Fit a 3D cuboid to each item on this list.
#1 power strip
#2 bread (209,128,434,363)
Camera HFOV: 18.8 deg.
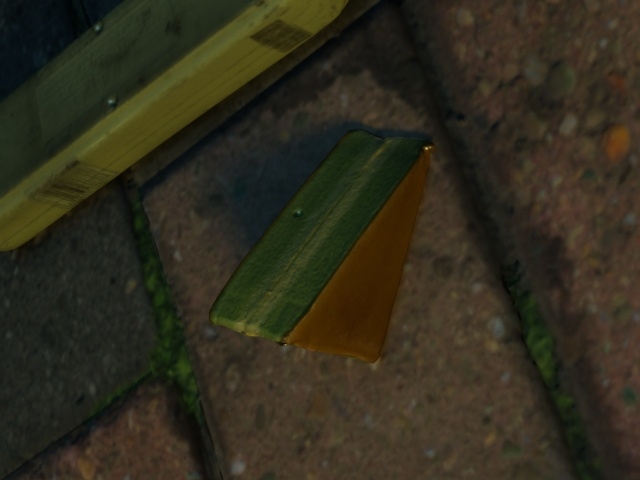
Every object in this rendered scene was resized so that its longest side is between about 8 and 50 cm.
[{"bbox_3d":[-0.108,-0.116,1.268,0.387,0.066,0.092,-33,59,33],"label":"power strip"},{"bbox_3d":[0.002,-0.005,1.132,0.074,0.084,0.139,16,90,43],"label":"bread"}]
